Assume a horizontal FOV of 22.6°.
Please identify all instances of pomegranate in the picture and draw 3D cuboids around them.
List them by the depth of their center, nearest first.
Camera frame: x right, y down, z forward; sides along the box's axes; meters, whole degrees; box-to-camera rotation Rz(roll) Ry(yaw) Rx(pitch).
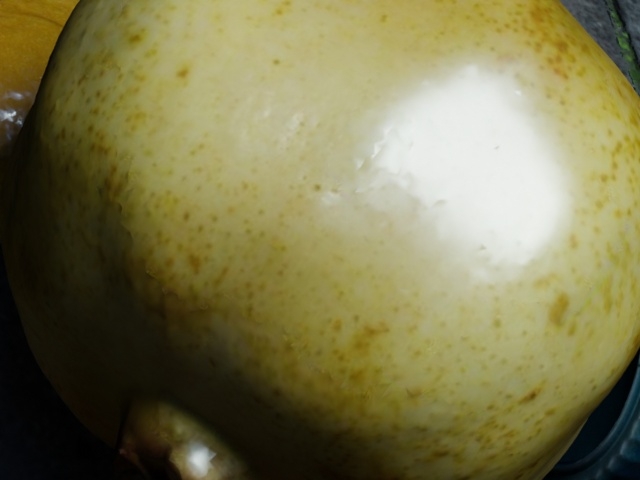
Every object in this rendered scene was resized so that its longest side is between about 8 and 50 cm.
[{"bbox_3d":[0.000,0.000,0.949,0.417,0.416,0.416,13,55,-20],"label":"pomegranate"}]

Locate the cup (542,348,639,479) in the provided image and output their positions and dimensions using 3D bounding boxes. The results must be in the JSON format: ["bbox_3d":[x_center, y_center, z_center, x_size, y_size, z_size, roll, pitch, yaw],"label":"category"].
[{"bbox_3d":[0.289,0.064,1.161,0.292,0.242,0.308,8,36,-24],"label":"cup"}]

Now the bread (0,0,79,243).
[{"bbox_3d":[-0.222,-0.093,1.128,0.245,0.121,0.174,-18,71,-32],"label":"bread"}]
